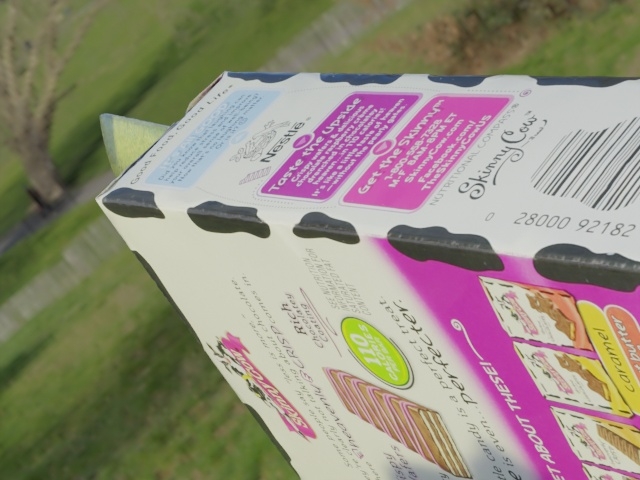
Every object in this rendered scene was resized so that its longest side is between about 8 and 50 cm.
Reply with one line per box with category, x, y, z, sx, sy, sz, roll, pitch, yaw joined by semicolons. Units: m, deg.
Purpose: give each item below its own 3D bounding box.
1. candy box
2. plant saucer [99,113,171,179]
candy box;0.057;0.031;0.444;0.233;0.159;0.071;8;48;49
plant saucer;0.000;0.000;0.680;0.188;0.188;0.045;20;89;67
